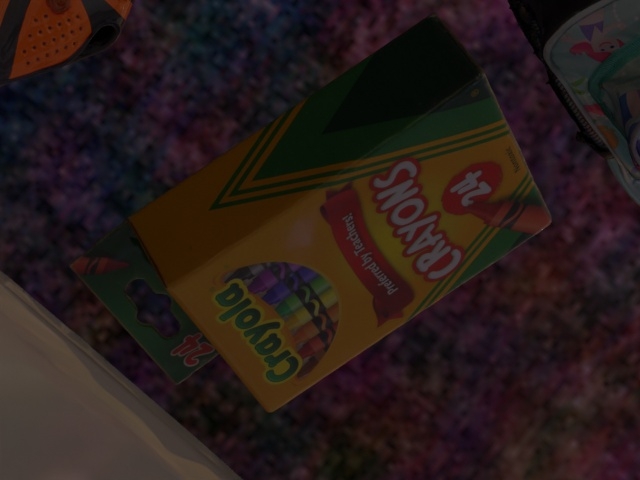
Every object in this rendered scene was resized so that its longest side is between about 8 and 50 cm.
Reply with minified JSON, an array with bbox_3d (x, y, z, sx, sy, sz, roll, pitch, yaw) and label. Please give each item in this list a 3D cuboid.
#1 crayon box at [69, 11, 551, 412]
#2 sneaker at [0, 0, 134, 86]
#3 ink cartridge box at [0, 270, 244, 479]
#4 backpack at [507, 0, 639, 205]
[{"bbox_3d":[0.000,0.000,1.367,0.318,0.081,0.202,-34,143,1],"label":"crayon box"},{"bbox_3d":[-0.272,-0.193,1.251,0.321,0.124,0.180,8,89,-20],"label":"sneaker"},{"bbox_3d":[-0.167,0.161,0.528,0.270,0.198,0.197,-31,123,24],"label":"ink cartridge box"},{"bbox_3d":[0.239,-0.112,1.029,0.225,0.191,0.253,-27,149,10],"label":"backpack"}]
